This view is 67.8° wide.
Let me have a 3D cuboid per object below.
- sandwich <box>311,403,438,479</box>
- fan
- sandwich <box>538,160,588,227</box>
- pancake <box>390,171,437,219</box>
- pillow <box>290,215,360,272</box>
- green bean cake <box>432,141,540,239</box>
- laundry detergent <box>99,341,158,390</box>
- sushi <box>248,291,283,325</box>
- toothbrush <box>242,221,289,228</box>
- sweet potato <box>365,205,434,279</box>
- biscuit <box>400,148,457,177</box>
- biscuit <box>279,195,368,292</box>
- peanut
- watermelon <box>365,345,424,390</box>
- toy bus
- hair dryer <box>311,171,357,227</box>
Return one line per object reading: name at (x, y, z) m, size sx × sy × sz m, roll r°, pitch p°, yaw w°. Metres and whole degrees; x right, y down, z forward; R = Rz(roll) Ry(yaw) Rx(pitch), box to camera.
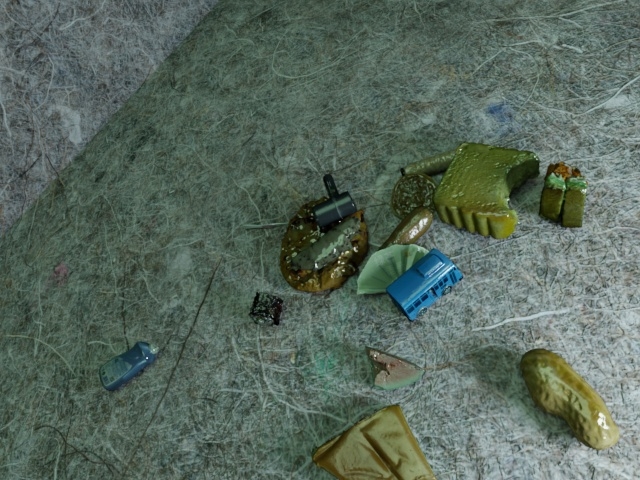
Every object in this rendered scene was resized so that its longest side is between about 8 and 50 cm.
sandwich at (0.116, 0.514, 1.063) m, size 0.245 × 0.063 × 0.212 m, roll -33°, pitch 51°, yaw 6°
fan at (0.202, 0.080, 1.302) m, size 0.240 × 0.009 × 0.131 m, roll -23°, pitch 82°, yaw 2°
sandwich at (0.603, -0.129, 1.171) m, size 0.109 × 0.185 × 0.160 m, roll 12°, pitch 68°, yaw 24°
pancake at (0.279, -0.129, 1.420) m, size 0.158 × 0.028 × 0.158 m, roll -7°, pitch 72°, yaw 22°
pillow at (0.023, 0.024, 1.355) m, size 0.241 × 0.051 × 0.093 m, roll -34°, pitch 49°, yaw 4°
green bean cake at (0.451, -0.134, 1.287) m, size 0.233 × 0.124 × 0.236 m, roll 19°, pitch 69°, yaw 36°
laundry detergent at (-0.603, 0.389, 1.517) m, size 0.206 × 0.061 × 0.096 m, roll -34°, pitch 48°, yaw 3°
sushi at (-0.159, 0.203, 1.406) m, size 0.094 × 0.098 × 0.084 m, roll 8°, pitch 65°, yaw 10°
toothbrush at (-0.179, -0.051, 1.626) m, size 0.204 × 0.017 × 0.022 m, roll 0°, pitch 40°, yaw 26°
sweet potato at (0.218, 0.008, 1.347) m, size 0.273 × 0.075 × 0.075 m, roll -46°, pitch 50°, yaw -2°
biscuit at (0.351, -0.232, 1.447) m, size 0.219 × 0.061 × 0.055 m, roll -18°, pitch 97°, yaw 18°
biscuit at (0.004, 0.000, 1.458) m, size 0.289 × 0.081 × 0.334 m, roll -7°, pitch 58°, yaw 24°
peanut at (0.502, 0.321, 0.977) m, size 0.108 × 0.095 × 0.226 m, roll -48°, pitch 53°, yaw 11°
watermelon at (0.175, 0.317, 1.167) m, size 0.155 × 0.080 × 0.101 m, roll 8°, pitch 71°, yaw 14°
toy bus at (0.269, 0.110, 1.229) m, size 0.185 × 0.106 × 0.090 m, roll -40°, pitch 47°, yaw -3°
hair dryer at (0.028, -0.140, 1.452) m, size 0.124 × 0.071 × 0.219 m, roll -22°, pitch 45°, yaw 9°
